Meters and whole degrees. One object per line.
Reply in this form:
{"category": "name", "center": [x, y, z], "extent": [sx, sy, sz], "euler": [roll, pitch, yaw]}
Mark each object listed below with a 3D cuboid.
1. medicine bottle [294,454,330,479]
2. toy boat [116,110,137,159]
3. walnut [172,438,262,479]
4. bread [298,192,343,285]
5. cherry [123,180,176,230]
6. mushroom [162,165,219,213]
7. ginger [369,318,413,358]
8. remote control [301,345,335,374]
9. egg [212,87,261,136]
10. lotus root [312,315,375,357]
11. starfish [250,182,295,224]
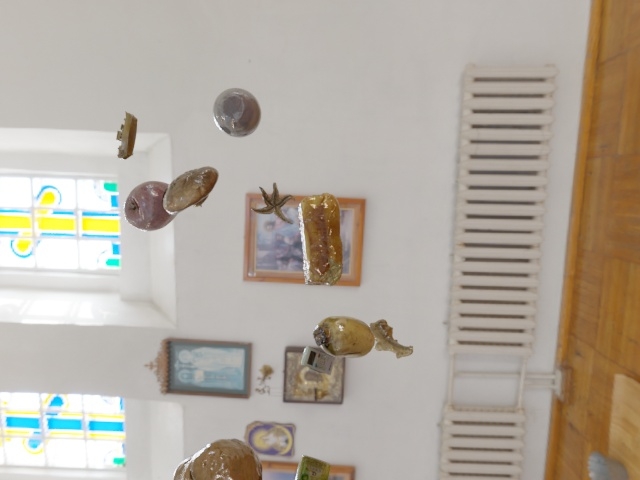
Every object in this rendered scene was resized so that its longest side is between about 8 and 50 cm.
{"category": "medicine bottle", "center": [-0.041, 0.998, 1.814], "extent": [0.188, 0.132, 0.088], "euler": [-73, 2, -51]}
{"category": "toy boat", "center": [-0.845, -0.455, 1.930], "extent": [0.064, 0.072, 0.205], "euler": [-6, -73, -78]}
{"category": "walnut", "center": [-0.361, 0.903, 1.549], "extent": [0.354, 0.308, 0.397], "euler": [-43, 33, 40]}
{"category": "bread", "center": [0.005, 0.000, 1.650], "extent": [0.195, 0.149, 0.343], "euler": [127, 138, -77]}
{"category": "cherry", "center": [-0.798, -0.167, 2.131], "extent": [0.261, 0.221, 0.307], "euler": [-42, -2, 31]}
{"category": "mushroom", "center": [-0.535, -0.210, 1.828], "extent": [0.146, 0.278, 0.278], "euler": [52, -159, -24]}
{"category": "ginger", "center": [0.302, 0.463, 2.114], "extent": [0.334, 0.148, 0.081], "euler": [32, 146, 44]}
{"category": "remote control", "center": [-0.006, 0.390, 1.432], "extent": [0.166, 0.029, 0.065], "euler": [37, -115, -46]}
{"category": "egg", "center": [-0.304, -0.469, 1.644], "extent": [0.232, 0.176, 0.175], "euler": [-61, -29, -82]}
{"category": "lotus root", "center": [0.078, 0.336, 1.551], "extent": [0.284, 0.160, 0.146], "euler": [17, -132, -48]}
{"category": "starfish", "center": [-0.219, -0.166, 2.130], "extent": [0.237, 0.213, 0.057], "euler": [60, 161, -13]}
